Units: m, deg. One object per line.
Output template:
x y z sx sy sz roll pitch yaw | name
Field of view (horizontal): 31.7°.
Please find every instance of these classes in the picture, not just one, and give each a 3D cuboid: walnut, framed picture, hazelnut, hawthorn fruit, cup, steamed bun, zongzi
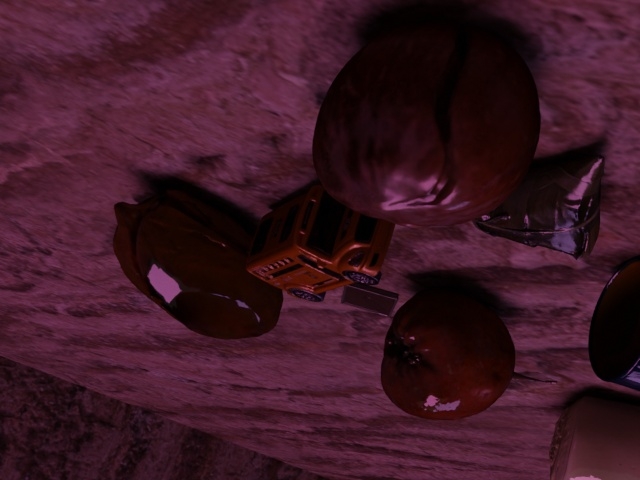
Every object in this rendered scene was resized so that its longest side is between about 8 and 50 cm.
-0.129 0.029 1.212 0.137 0.137 0.245 -4 152 47 | walnut
0.058 0.071 1.357 0.066 0.006 0.089 15 162 3 | framed picture
0.068 -0.069 0.741 0.154 0.143 0.143 6 159 33 | hazelnut
0.146 0.136 1.249 0.149 0.149 0.189 -1 153 43 | hawthorn fruit
0.330 0.079 1.022 0.138 0.150 0.113 19 128 -12 | cup
0.406 0.310 1.512 0.200 0.154 0.250 13 164 11 | steamed bun
0.164 -0.041 0.876 0.109 0.055 0.119 12 150 18 | zongzi

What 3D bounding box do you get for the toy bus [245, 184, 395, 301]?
0.000 0.000 1.078 0.088 0.083 0.194 24 161 -18 | toy bus
